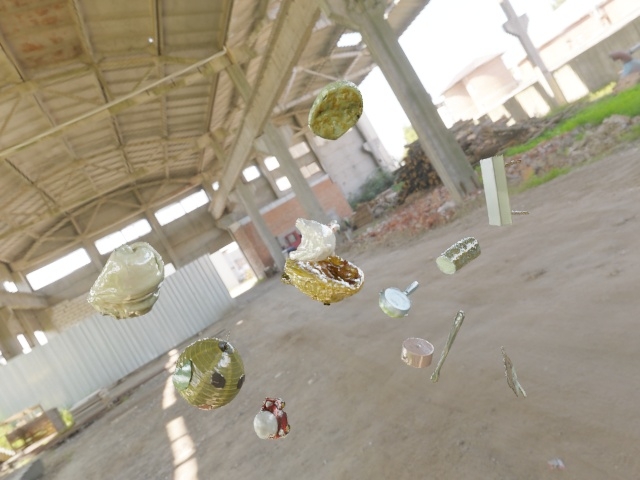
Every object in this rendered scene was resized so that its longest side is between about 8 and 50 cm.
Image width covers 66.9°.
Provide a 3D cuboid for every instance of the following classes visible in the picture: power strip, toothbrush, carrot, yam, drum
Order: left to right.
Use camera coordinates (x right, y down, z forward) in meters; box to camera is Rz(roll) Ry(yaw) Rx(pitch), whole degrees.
[{"bbox_3d":[-0.105,0.193,2.290,0.069,0.069,0.229,-31,25,-35],"label":"carrot"},{"bbox_3d":[0.322,0.222,1.821,0.253,0.130,0.049,-8,-42,-42],"label":"drum"},{"bbox_3d":[0.461,0.537,2.323,0.154,0.078,0.154,5,21,-2],"label":"power strip"},{"bbox_3d":[0.462,0.387,1.760,0.030,0.030,0.297,-20,-50,-64],"label":"toothbrush"},{"bbox_3d":[0.440,0.049,1.540,0.179,0.078,0.078,-27,-1,-41],"label":"yam"}]

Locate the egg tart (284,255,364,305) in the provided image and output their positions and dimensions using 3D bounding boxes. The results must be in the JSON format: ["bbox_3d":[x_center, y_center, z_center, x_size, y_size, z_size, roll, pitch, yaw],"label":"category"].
[{"bbox_3d":[0.003,0.156,1.946,0.352,0.153,0.339,16,15,18],"label":"egg tart"}]

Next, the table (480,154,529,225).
[{"bbox_3d":[0.650,-0.178,1.703,0.111,0.240,0.121,-10,5,1],"label":"table"}]

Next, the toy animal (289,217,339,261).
[{"bbox_3d":[-0.015,-0.001,1.590,0.138,0.140,0.282,5,6,5],"label":"toy animal"}]

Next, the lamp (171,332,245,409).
[{"bbox_3d":[-0.371,0.442,1.691,0.284,0.250,0.250,-58,-6,14],"label":"lamp"}]

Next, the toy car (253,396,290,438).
[{"bbox_3d":[-0.178,0.614,1.654,0.112,0.139,0.112,-6,-4,30],"label":"toy car"}]

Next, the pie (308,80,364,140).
[{"bbox_3d":[0.045,-0.381,1.425,0.187,0.041,0.187,-23,-40,-21],"label":"pie"}]

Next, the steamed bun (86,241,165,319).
[{"bbox_3d":[-0.634,0.143,1.626,0.275,0.206,0.320,-58,14,-4],"label":"steamed bun"}]

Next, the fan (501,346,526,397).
[{"bbox_3d":[0.655,0.470,1.632,0.008,0.226,0.152,-22,35,26],"label":"fan"}]
